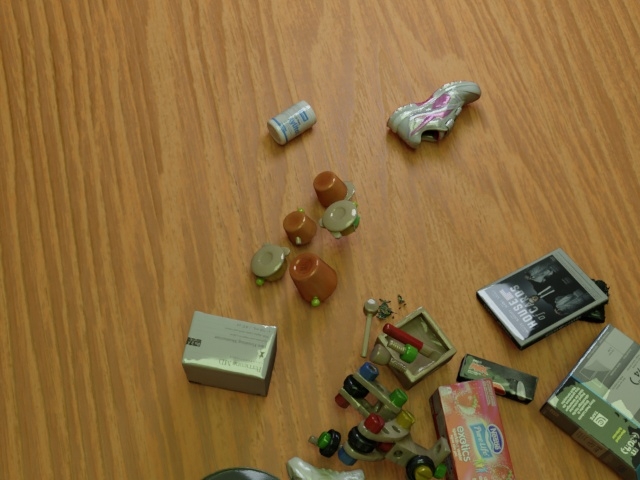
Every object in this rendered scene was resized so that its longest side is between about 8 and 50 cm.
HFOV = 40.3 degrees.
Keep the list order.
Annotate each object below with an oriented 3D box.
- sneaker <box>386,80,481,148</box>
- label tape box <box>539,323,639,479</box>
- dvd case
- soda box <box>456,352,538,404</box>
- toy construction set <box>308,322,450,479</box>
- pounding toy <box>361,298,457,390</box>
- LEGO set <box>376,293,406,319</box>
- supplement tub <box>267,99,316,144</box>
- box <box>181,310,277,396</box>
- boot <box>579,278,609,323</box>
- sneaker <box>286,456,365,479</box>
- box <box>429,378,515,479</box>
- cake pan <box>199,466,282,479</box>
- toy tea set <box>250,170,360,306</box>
[{"bbox_3d":[0.295,-0.304,2.163,0.252,0.103,0.111,-28,76,-6],"label":"sneaker"},{"bbox_3d":[0.685,0.378,1.884,0.334,0.106,0.240,38,72,18],"label":"label tape box"},{"bbox_3d":[0.506,0.131,2.001,0.239,0.029,0.179,-26,52,-12],"label":"dvd case"},{"bbox_3d":[0.393,0.309,1.942,0.169,0.053,0.060,18,69,5],"label":"soda box"},{"bbox_3d":[0.169,0.360,1.799,0.237,0.257,0.308,29,84,-12],"label":"toy construction set"},{"bbox_3d":[0.164,0.224,1.943,0.181,0.094,0.206,-32,73,-15],"label":"pounding toy"},{"bbox_3d":[0.158,0.158,2.012,0.083,0.023,0.054,-11,71,-21],"label":"LEGO set"},{"bbox_3d":[-0.071,-0.290,2.149,0.107,0.071,0.071,-35,74,-14],"label":"supplement tub"},{"bbox_3d":[-0.191,0.247,1.871,0.181,0.182,0.119,11,68,1],"label":"box"},{"bbox_3d":[0.611,0.135,2.026,0.121,0.045,0.099,11,66,2],"label":"boot"},{"bbox_3d":[0.036,0.517,1.835,0.232,0.090,0.115,37,65,2],"label":"sneaker"},{"bbox_3d":[0.322,0.435,1.849,0.123,0.128,0.256,-8,68,-5],"label":"box"},{"bbox_3d":[-0.158,0.594,1.768,0.293,0.054,0.293,6,55,-8],"label":"cake pan"},{"bbox_3d":[0.000,0.000,2.037,0.200,0.124,0.336,22,70,38],"label":"toy tea set"}]
